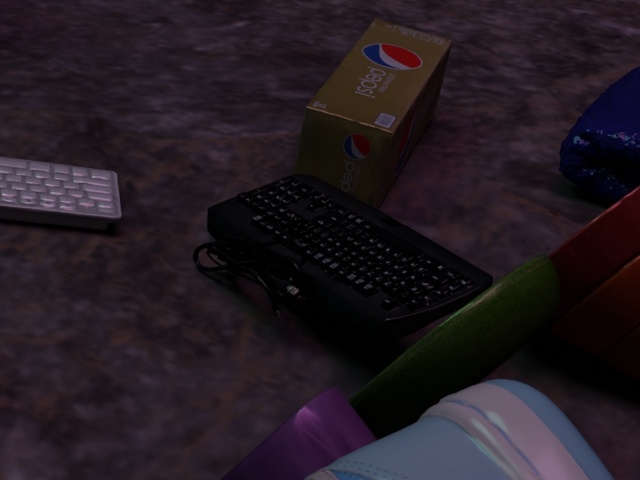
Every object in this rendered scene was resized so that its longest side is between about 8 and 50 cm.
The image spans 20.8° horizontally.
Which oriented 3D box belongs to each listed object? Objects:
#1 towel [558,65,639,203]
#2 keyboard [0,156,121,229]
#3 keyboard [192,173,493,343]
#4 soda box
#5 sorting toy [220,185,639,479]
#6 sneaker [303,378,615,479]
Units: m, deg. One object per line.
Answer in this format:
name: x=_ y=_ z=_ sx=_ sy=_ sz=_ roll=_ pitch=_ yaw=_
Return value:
towel: x=0.317 y=-0.071 z=1.236 sx=0.227 sy=0.076 sz=0.308 roll=16 pitch=27 yaw=22
keyboard: x=-0.241 y=-0.040 z=0.990 sx=0.256 sy=0.014 sz=0.072 roll=7 pitch=28 yaw=-12
keyboard: x=0.000 y=0.000 z=0.942 sx=0.100 sy=0.038 sz=0.192 roll=-28 pitch=31 yaw=-23
soda box: x=0.035 y=-0.084 z=1.139 sx=0.058 sy=0.061 sz=0.181 roll=17 pitch=28 yaw=9
sorting toy: x=0.108 y=0.083 z=0.854 sx=0.126 sy=0.127 sz=0.365 roll=52 pitch=41 yaw=8
sneaker: x=0.049 y=0.201 z=0.572 sx=0.208 sy=0.127 sz=0.319 roll=-16 pitch=46 yaw=-21
